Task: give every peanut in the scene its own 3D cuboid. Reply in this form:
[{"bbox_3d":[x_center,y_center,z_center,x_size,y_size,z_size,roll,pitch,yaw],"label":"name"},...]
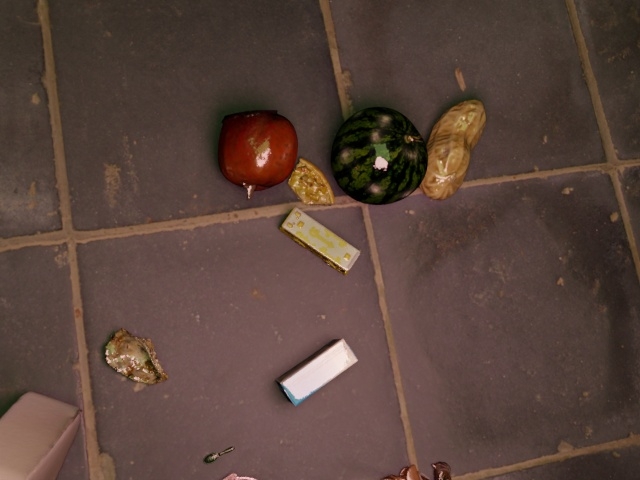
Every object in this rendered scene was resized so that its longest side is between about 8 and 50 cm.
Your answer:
[{"bbox_3d":[0.375,-0.266,1.749,0.140,0.153,0.325,28,83,-7],"label":"peanut"}]

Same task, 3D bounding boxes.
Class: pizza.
[{"bbox_3d":[-0.028,-0.155,1.722,0.099,0.036,0.160,-36,86,-14],"label":"pizza"}]

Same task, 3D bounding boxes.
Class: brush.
[{"bbox_3d":[-0.257,0.544,1.560,0.083,0.008,0.024,-21,79,-12],"label":"brush"}]

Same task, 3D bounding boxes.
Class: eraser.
[{"bbox_3d":[-0.680,0.499,1.403,0.150,0.331,0.331,22,76,-2],"label":"eraser"}]

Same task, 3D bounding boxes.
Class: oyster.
[{"bbox_3d":[-0.460,0.299,1.555,0.177,0.056,0.105,29,88,-1],"label":"oyster"}]

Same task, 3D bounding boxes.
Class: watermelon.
[{"bbox_3d":[0.154,-0.226,1.660,0.269,0.269,0.268,2,79,-8],"label":"watermelon"}]

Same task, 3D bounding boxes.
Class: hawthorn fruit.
[{"bbox_3d":[-0.168,-0.228,1.633,0.215,0.215,0.249,13,76,-6],"label":"hawthorn fruit"}]

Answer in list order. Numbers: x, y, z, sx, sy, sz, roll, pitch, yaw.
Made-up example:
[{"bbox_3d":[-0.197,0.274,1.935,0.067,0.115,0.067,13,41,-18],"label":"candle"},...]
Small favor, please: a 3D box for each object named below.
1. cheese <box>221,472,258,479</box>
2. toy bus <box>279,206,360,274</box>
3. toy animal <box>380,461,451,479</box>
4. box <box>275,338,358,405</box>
[{"bbox_3d":[-0.174,0.694,1.516,0.155,0.062,0.244,-29,85,-15],"label":"cheese"},{"bbox_3d":[0.000,0.000,1.676,0.226,0.074,0.081,36,75,0],"label":"toy bus"},{"bbox_3d":[0.253,0.630,1.590,0.188,0.089,0.179,33,59,-1],"label":"toy animal"},{"bbox_3d":[-0.013,0.334,1.573,0.194,0.139,0.073,-33,86,-13],"label":"box"}]
